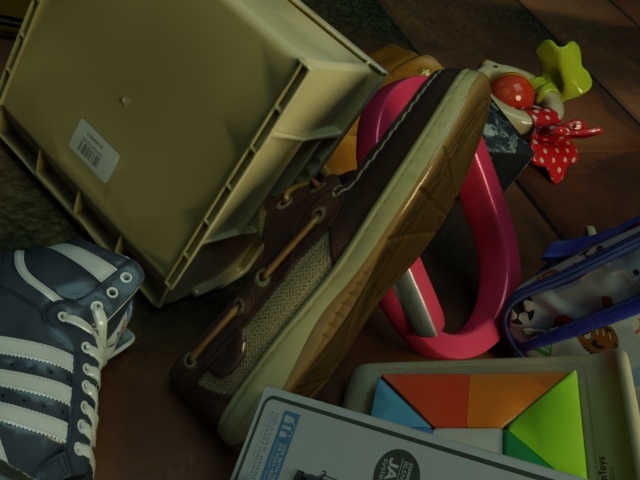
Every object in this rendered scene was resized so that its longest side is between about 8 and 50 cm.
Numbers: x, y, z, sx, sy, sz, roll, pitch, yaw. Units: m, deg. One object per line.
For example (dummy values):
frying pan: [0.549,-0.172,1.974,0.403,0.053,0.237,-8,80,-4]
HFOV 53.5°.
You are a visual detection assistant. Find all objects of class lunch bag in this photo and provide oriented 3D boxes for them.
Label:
lunch bag: [0.322,0.087,0.580,0.115,0.303,0.243,-30,86,-43]

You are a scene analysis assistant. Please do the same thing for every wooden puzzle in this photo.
wooden puzzle: [0.104,0.167,0.454,0.044,0.239,0.221,63,29,-33]

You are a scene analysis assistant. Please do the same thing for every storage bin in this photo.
storage bin: [-0.132,-0.122,0.562,0.262,0.260,0.123,44,27,14]

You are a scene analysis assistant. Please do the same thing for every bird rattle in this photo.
bird rattle: [0.338,-0.215,1.049,0.207,0.143,0.253,19,55,4]

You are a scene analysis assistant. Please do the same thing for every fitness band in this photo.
fitness band: [0.118,-0.019,0.640,0.209,0.054,0.291,-34,107,-44]

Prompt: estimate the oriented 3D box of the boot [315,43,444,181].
boot: [0.080,-0.114,0.724,0.211,0.104,0.295,-27,57,-10]

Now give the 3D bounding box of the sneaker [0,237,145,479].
sneaker: [-0.170,0.107,0.432,0.153,0.099,0.282,-16,56,-37]

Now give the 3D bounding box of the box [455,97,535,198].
box: [0.178,-0.143,0.874,0.158,0.093,0.156,-2,51,-33]

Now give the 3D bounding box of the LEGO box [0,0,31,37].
LEGO box: [-0.446,-0.428,0.586,0.500,0.372,0.193,5,48,-27]

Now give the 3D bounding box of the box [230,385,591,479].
box: [0.074,0.193,0.328,0.087,0.290,0.169,43,62,-47]

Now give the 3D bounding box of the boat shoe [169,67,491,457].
boat shoe: [0.000,0.000,0.496,0.123,0.342,0.123,36,7,20]

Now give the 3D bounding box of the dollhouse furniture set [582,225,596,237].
dollhouse furniture set: [0.428,0.075,0.807,0.184,0.129,0.129,3,44,6]

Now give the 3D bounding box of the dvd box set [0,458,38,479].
dvd box set: [-0.256,0.252,0.196,0.308,0.062,0.420,31,56,0]
